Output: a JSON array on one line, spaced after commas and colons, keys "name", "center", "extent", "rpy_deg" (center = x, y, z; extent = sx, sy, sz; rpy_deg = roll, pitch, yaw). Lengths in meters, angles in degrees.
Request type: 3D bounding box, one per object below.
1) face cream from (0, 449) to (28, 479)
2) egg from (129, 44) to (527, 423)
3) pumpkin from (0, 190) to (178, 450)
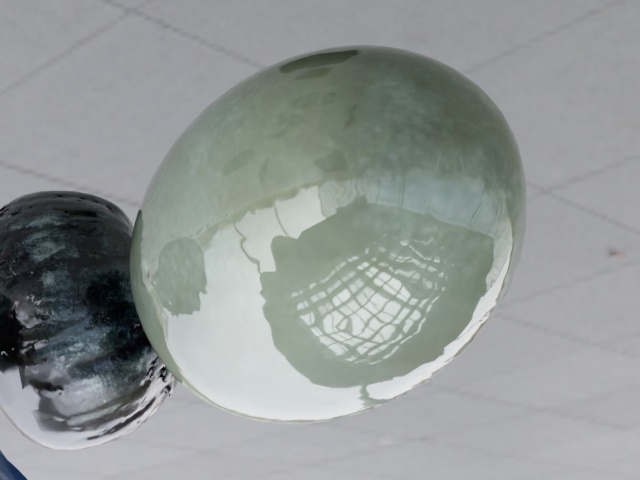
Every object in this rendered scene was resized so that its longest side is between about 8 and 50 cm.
[{"name": "face cream", "center": [-0.178, 0.164, 0.582], "extent": [0.149, 0.264, 0.083], "rpy_deg": [-24, 130, -15]}, {"name": "egg", "center": [0.000, 0.000, 0.974], "extent": [0.259, 0.258, 0.352], "rpy_deg": [7, 148, -29]}, {"name": "pumpkin", "center": [-0.218, 0.070, 1.156], "extent": [0.163, 0.233, 0.233], "rpy_deg": [-18, 161, -9]}]
